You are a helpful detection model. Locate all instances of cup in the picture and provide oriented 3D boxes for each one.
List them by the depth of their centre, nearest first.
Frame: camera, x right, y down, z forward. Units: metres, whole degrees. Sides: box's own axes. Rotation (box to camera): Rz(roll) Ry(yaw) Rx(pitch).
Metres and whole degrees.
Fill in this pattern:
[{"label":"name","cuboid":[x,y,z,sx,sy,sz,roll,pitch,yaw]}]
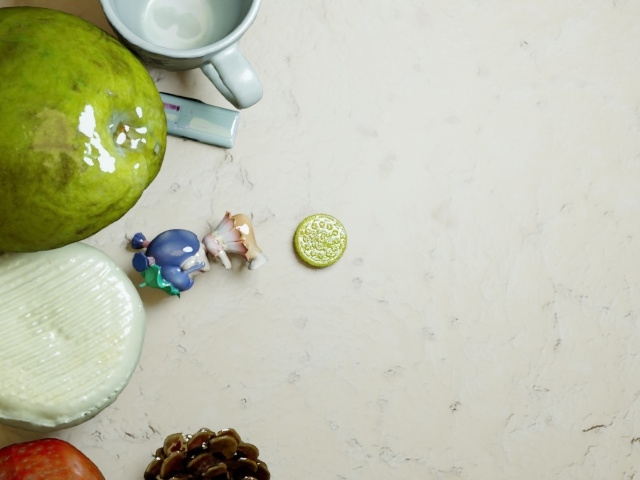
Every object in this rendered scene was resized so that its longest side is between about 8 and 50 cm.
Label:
[{"label":"cup","cuboid":[-0.179,-0.317,1.702,0.227,0.257,0.301,-34,90,-6]}]

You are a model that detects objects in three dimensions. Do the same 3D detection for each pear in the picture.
[{"label":"pear","cuboid":[-0.399,-0.157,1.602,0.413,0.352,0.352,9,83,33]}]

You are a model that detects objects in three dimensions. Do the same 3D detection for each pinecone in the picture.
[{"label":"pinecone","cuboid":[-0.157,0.374,1.686,0.207,0.208,0.208,1,86,-8]}]

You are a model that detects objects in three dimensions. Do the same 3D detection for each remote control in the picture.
[{"label":"remote control","cuboid":[-0.209,-0.191,1.802,0.166,0.029,0.065,13,85,-6]}]

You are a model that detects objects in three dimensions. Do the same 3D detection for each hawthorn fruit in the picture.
[{"label":"hawthorn fruit","cuboid":[-0.394,0.378,1.650,0.215,0.250,0.215,-9,121,-15]}]

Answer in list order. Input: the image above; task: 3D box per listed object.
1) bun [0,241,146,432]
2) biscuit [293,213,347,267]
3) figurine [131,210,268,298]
[{"label":"bun","cuboid":[-0.392,0.136,1.694,0.287,0.146,0.287,1,84,-10]},{"label":"biscuit","cuboid":[0.000,0.000,1.819,0.084,0.023,0.084,1,84,-9]},{"label":"figurine","cuboid":[-0.188,0.017,1.762,0.195,0.111,0.102,-23,106,-12]}]
